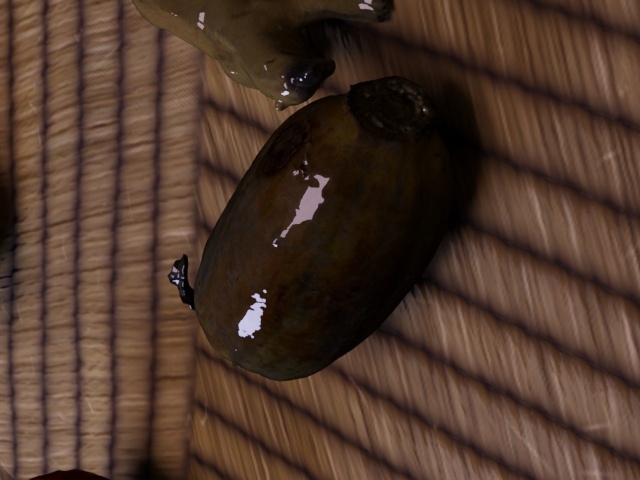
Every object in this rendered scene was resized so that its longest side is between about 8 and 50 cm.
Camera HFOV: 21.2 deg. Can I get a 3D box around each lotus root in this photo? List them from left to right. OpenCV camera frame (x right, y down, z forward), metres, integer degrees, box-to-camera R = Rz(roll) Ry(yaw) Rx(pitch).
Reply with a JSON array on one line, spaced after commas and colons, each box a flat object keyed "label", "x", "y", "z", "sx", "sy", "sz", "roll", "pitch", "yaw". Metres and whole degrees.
[{"label": "lotus root", "x": 0.000, "y": 0.000, "z": 1.076, "sx": 0.123, "sy": 0.124, "sz": 0.241, "roll": 64, "pitch": 143, "yaw": 24}]

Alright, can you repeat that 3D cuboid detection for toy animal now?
[{"label": "toy animal", "x": -0.048, "y": -0.142, "z": 1.097, "sx": 0.219, "sy": 0.101, "sz": 0.103, "roll": 39, "pitch": 129, "yaw": 33}]

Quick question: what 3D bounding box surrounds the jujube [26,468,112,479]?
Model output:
[{"label": "jujube", "x": -0.189, "y": 0.306, "z": 1.333, "sx": 0.232, "sy": 0.213, "sz": 0.213, "roll": 51, "pitch": 139, "yaw": 49}]
